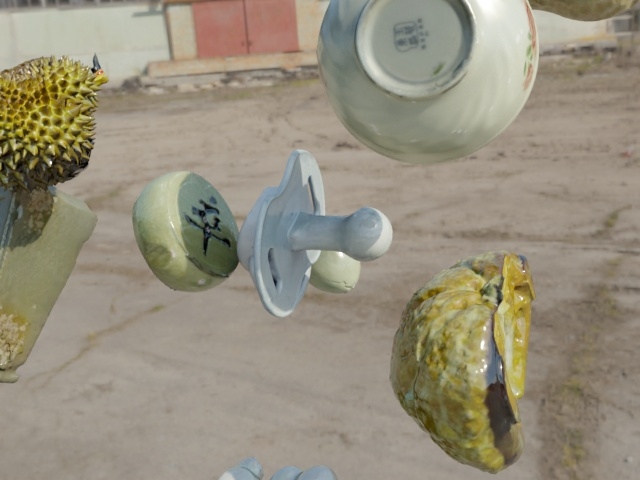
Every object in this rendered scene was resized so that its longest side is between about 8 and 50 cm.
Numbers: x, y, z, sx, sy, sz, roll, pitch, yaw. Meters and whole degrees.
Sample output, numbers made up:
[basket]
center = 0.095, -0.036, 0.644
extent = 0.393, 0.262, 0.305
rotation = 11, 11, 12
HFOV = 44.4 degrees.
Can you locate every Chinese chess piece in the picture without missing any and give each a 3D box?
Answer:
[Chinese chess piece]
center = -0.200, -0.014, 1.193
extent = 0.083, 0.188, 0.188
rotation = -23, 5, 26

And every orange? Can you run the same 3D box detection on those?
[orange]
center = 0.221, 0.183, 1.219
extent = 0.210, 0.271, 0.369
rotation = -10, 30, 24

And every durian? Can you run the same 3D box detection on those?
[durian]
center = -0.333, -0.134, 0.945
extent = 0.237, 0.138, 0.193
rotation = -36, 5, -39

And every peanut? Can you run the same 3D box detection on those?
[peanut]
center = 0.312, -0.384, 1.118
extent = 0.298, 0.120, 0.136
rotation = 11, 8, 13

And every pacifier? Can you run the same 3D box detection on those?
[pacifier]
center = 0.000, 0.000, 1.191
extent = 0.226, 0.238, 0.287
rotation = 2, 35, 23

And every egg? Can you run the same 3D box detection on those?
[egg]
center = 0.012, 0.033, 1.442
extent = 0.114, 0.114, 0.152
rotation = -16, 57, -38

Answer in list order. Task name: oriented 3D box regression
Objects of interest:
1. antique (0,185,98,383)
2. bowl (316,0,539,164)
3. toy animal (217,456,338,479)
[antique]
center = -0.429, 0.055, 1.048
extent = 0.125, 0.284, 0.150
rotation = 8, -14, 33
[bowl]
center = 0.120, -0.227, 0.925
extent = 0.277, 0.277, 0.145
rotation = -1, 5, 11
[toy animal]
center = -0.029, 0.522, 1.370
extent = 0.367, 0.196, 0.241
rotation = -1, 22, 16
